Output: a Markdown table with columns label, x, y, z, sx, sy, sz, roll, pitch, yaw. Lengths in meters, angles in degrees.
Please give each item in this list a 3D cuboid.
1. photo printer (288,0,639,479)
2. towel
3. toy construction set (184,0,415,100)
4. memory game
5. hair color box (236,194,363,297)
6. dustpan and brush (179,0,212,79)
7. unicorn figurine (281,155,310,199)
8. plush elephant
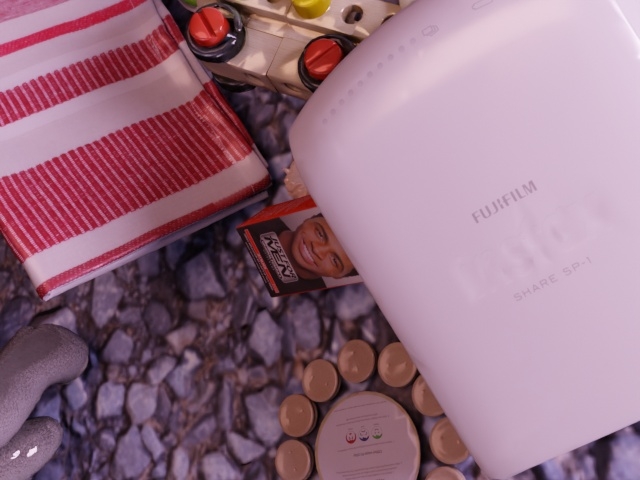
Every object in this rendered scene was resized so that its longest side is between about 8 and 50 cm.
| label | x | y | z | sx | sy | sz | roll | pitch | yaw |
| --- | --- | --- | --- | --- | --- | --- | --- | --- | --- |
| photo printer | 0.140 | -0.024 | 0.671 | 0.256 | 0.107 | 0.307 | -31 | 91 | 25 |
| towel | -0.220 | -0.132 | 0.924 | 0.237 | 0.037 | 0.329 | -27 | 72 | -20 |
| toy construction set | 0.013 | -0.207 | 0.822 | 0.327 | 0.151 | 0.215 | 16 | 78 | 35 |
| memory game | 0.040 | 0.171 | 0.823 | 0.186 | 0.012 | 0.186 | -7 | 77 | 32 |
| hair color box | 0.000 | 0.000 | 0.824 | 0.141 | 0.043 | 0.072 | -14 | 107 | 48 |
| dustpan and brush | -0.115 | -0.254 | 0.991 | 0.147 | 0.060 | 0.211 | -4 | 72 | 39 |
| unicorn figurine | 0.030 | -0.045 | 0.841 | 0.111 | 0.060 | 0.162 | -45 | 65 | 31 |
| plush elephant | -0.396 | 0.231 | 0.981 | 0.255 | 0.272 | 0.330 | 110 | 172 | -46 |
